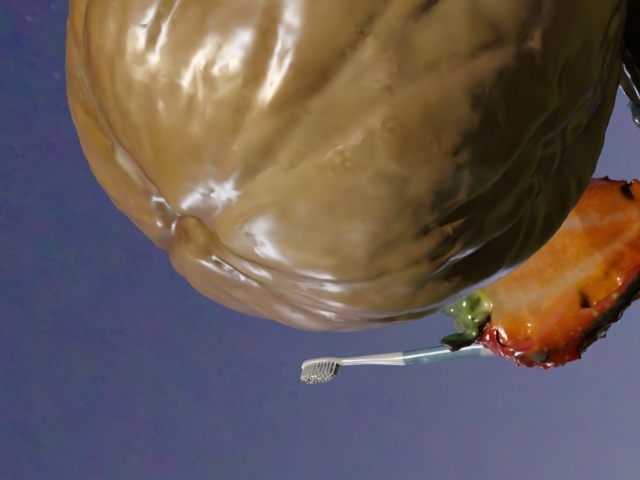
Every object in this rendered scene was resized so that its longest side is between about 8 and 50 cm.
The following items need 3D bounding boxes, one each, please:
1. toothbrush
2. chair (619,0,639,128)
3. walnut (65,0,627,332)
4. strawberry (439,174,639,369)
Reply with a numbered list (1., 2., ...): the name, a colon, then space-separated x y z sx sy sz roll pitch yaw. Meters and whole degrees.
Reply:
1. toothbrush: 0.103 0.116 1.401 0.019 0.276 0.025 62 -150 -34
2. chair: 0.251 -0.157 0.912 0.160 0.319 0.186 -24 -67 16
3. walnut: 0.022 -0.110 0.690 0.313 0.252 0.277 -54 -25 -28
4. strawberry: 0.172 0.024 1.061 0.192 0.140 0.085 -54 -14 -11
